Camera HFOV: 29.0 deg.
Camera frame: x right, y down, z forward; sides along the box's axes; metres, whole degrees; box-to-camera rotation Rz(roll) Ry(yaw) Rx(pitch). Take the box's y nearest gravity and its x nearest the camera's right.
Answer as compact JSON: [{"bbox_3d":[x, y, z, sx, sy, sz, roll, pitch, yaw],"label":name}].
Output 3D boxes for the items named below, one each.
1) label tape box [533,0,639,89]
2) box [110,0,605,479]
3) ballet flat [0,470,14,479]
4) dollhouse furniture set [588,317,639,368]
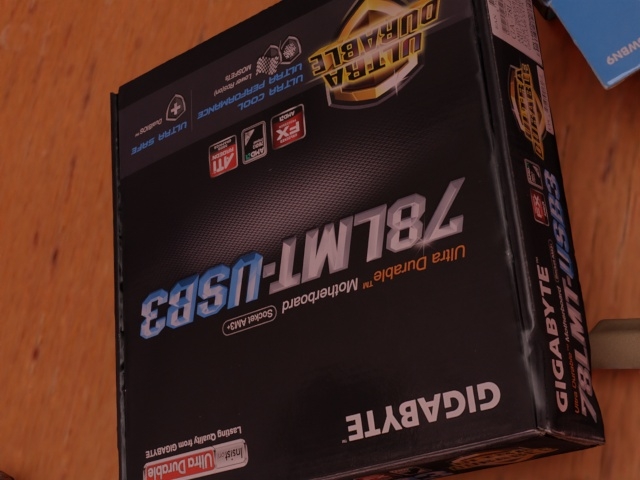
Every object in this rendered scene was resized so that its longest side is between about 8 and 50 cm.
[{"bbox_3d":[0.205,-0.260,0.768,0.241,0.106,0.333,-30,65,11],"label":"label tape box"},{"bbox_3d":[0.000,0.000,0.723,0.296,0.073,0.293,-19,64,35],"label":"box"},{"bbox_3d":[-0.212,0.281,0.734,0.106,0.107,0.316,-10,69,1],"label":"ballet flat"},{"bbox_3d":[0.218,0.074,0.708,0.114,0.091,0.081,-5,111,40],"label":"dollhouse furniture set"}]
